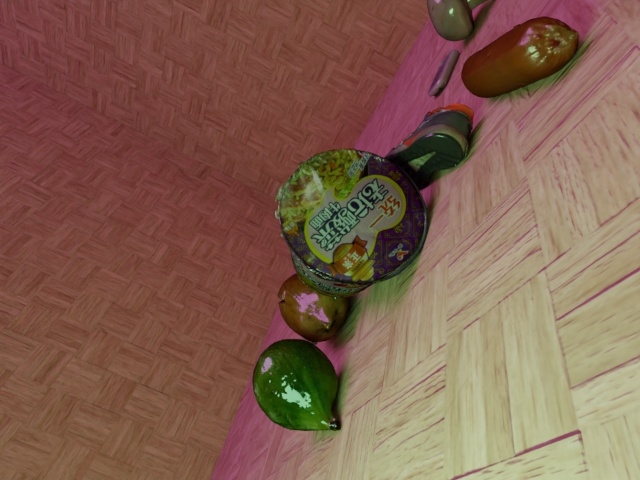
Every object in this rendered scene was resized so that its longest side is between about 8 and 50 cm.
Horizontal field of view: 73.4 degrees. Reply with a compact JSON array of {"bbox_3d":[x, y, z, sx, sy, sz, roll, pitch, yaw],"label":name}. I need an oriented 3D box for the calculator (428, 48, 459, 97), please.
[{"bbox_3d":[0.419,-0.569,1.462,0.175,0.032,0.100,-65,7,-13],"label":"calculator"}]

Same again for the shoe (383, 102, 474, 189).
[{"bbox_3d":[0.266,-0.246,1.064,0.171,0.132,0.336,-60,8,-13],"label":"shoe"}]

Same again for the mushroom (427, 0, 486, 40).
[{"bbox_3d":[0.455,-0.761,1.373,0.215,0.207,0.207,-17,38,37],"label":"mushroom"}]

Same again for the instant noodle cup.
[{"bbox_3d":[0.056,-0.017,1.053,0.266,0.340,0.339,109,-176,-67],"label":"instant noodle cup"}]

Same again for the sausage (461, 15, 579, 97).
[{"bbox_3d":[0.351,-0.331,0.815,0.094,0.097,0.348,-56,7,6],"label":"sausage"}]

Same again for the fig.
[{"bbox_3d":[-0.045,0.356,0.973,0.203,0.203,0.235,-62,29,12],"label":"fig"}]

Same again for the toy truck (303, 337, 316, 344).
[{"bbox_3d":[-0.031,0.318,1.493,0.062,0.052,0.123,-60,7,-8],"label":"toy truck"}]

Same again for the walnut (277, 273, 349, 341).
[{"bbox_3d":[-0.012,0.192,1.242,0.209,0.209,0.336,-64,16,0],"label":"walnut"}]
